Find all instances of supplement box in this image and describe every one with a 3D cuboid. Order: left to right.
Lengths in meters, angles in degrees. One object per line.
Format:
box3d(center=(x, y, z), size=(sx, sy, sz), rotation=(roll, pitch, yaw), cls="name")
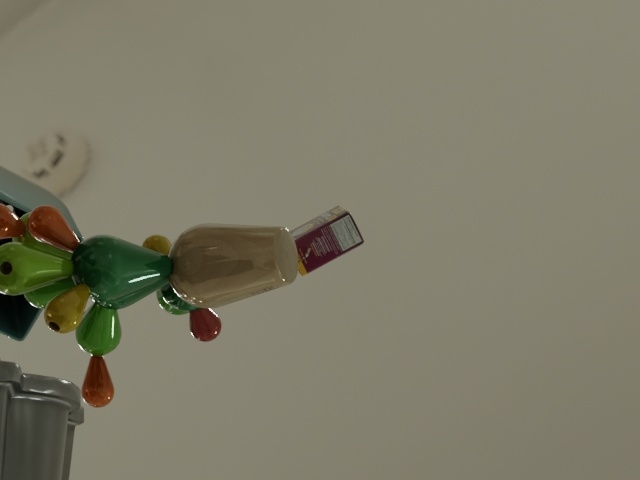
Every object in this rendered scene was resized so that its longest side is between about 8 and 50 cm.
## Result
box3d(center=(0.000, 0.000, 1.779), size=(0.083, 0.043, 0.055), rotation=(-28, -166, -8), cls="supplement box")

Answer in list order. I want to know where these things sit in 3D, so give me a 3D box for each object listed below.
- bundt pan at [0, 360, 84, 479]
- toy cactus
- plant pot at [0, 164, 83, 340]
box3d(center=(-0.265, 0.137, 0.669), size=(0.331, 0.331, 0.124), rotation=(-13, -107, 31), cls="bundt pan")
box3d(center=(-0.103, 0.028, 0.914), size=(0.180, 0.219, 0.112), rotation=(-8, -110, 23), cls="toy cactus")
box3d(center=(-0.434, -0.014, 2.057), size=(0.165, 0.166, 0.234), rotation=(-57, -157, 12), cls="plant pot")
